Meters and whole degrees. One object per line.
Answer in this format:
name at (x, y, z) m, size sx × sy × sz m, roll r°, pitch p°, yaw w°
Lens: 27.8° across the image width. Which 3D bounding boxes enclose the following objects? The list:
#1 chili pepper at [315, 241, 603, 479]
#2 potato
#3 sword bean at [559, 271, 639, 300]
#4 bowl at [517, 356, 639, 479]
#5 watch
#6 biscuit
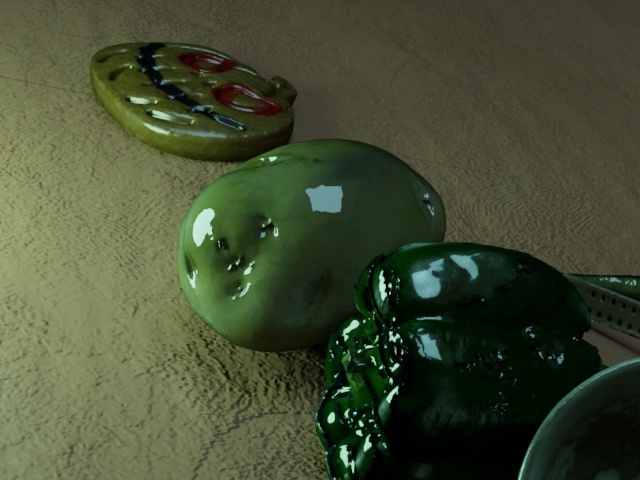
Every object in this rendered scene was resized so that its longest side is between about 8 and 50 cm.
chili pepper at (0.132, 0.138, 1.214) m, size 0.257 × 0.248 × 0.233 m, roll 4°, pitch 51°, yaw -16°
potato at (0.000, 0.000, 1.409) m, size 0.243 × 0.220 × 0.326 m, roll -10°, pitch 4°, yaw 45°
sword bean at (0.394, 0.061, 1.656) m, size 0.269 × 0.038 × 0.043 m, roll 4°, pitch 4°, yaw -14°
bowl at (0.299, 0.250, 1.096) m, size 0.289 × 0.146 × 0.289 m, roll 0°, pitch 71°, yaw 0°
watch at (0.339, 0.121, 1.478) m, size 0.165 × 0.102 × 0.268 m, roll -18°, pitch 32°, yaw -41°
biscuit at (-0.176, -0.223, 1.945) m, size 0.314 × 0.063 × 0.367 m, roll -6°, pitch 32°, yaw -28°
